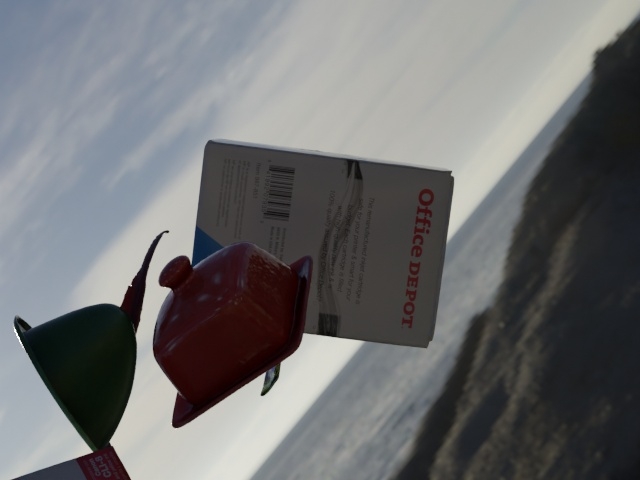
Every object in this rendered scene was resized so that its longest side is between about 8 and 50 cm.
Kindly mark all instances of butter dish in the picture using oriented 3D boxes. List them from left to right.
[{"bbox_3d":[-0.097,0.062,1.234,0.160,0.118,0.160,-34,23,22],"label":"butter dish"}]

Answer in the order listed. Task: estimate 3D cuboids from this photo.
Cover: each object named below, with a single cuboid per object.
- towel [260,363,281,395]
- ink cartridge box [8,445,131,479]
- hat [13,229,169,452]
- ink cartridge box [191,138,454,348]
[{"bbox_3d":[-0.062,0.159,1.801,0.060,0.009,0.083,125,159,-50],"label":"towel"},{"bbox_3d":[-0.248,0.291,1.224,0.176,0.127,0.128,-15,-36,-29],"label":"ink cartridge box"},{"bbox_3d":[-0.192,0.094,1.389,0.183,0.208,0.173,-33,-17,-6],"label":"hat"},{"bbox_3d":[0.000,0.000,1.724,0.129,0.308,0.223,-74,-9,-84],"label":"ink cartridge box"}]
